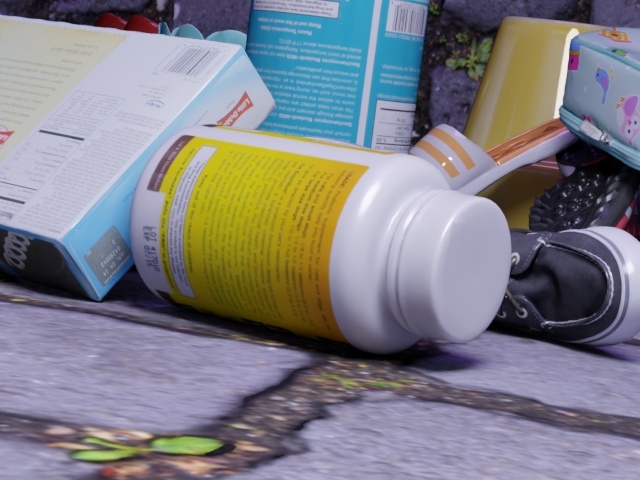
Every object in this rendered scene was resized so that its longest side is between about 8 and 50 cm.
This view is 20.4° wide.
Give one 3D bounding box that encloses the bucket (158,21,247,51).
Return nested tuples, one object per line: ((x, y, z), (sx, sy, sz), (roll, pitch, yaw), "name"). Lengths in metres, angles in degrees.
((-0.047, -0.120, 1.847), (0.281, 0.183, 0.281), (7, 6, -1), "bucket")

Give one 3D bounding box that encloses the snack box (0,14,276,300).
((-0.205, -0.069, 1.227), (0.322, 0.060, 0.187), (13, 53, 44), "snack box")

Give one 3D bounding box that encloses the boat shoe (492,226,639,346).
((0.131, 0.025, 1.185), (0.076, 0.080, 0.228), (-2, 8, -25), "boat shoe")

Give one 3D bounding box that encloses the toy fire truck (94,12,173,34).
((-0.177, -0.138, 2.135), (0.254, 0.169, 0.302), (31, -3, -24), "toy fire truck")

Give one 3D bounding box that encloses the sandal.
((0.145, -0.089, 1.799), (0.265, 0.076, 0.102), (-28, 11, -18), "sandal")

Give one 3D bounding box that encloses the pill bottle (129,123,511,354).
((0.000, 0.000, 1.053), (0.215, 0.117, 0.117), (11, 7, 35), "pill bottle")

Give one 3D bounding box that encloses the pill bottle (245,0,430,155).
((0.006, -0.116, 1.462), (0.146, 0.264, 0.146), (8, 5, -1), "pill bottle")

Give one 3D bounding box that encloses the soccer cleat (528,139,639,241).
((0.277, -0.024, 1.740), (0.109, 0.116, 0.318), (-21, 14, 19), "soccer cleat")

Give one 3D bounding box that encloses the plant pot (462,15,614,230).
((0.271, -0.126, 2.011), (0.254, 0.239, 0.254), (8, 7, -1), "plant pot")

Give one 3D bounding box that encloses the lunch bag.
((0.373, -0.118, 1.673), (0.279, 0.107, 0.224), (1, 23, -25), "lunch bag")

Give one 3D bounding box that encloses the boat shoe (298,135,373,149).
((-0.061, -0.026, 1.304), (0.302, 0.109, 0.094), (4, 4, -7), "boat shoe")
